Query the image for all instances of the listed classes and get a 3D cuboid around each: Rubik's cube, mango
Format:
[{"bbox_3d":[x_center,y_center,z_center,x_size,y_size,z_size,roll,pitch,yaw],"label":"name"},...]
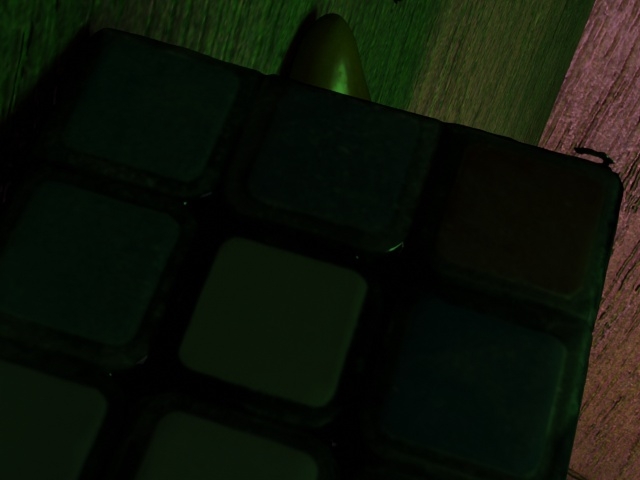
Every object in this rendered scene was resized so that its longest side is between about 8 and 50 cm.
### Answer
[{"bbox_3d":[-0.040,0.129,0.814,0.359,0.362,0.363,103,9,-56],"label":"Rubik's cube"},{"bbox_3d":[0.007,-0.122,1.194,0.102,0.085,0.184,-53,158,-40],"label":"mango"}]

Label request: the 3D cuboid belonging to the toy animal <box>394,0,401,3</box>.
[{"bbox_3d":[0.073,-0.279,1.233,0.065,0.047,0.136,-53,166,-19],"label":"toy animal"}]
